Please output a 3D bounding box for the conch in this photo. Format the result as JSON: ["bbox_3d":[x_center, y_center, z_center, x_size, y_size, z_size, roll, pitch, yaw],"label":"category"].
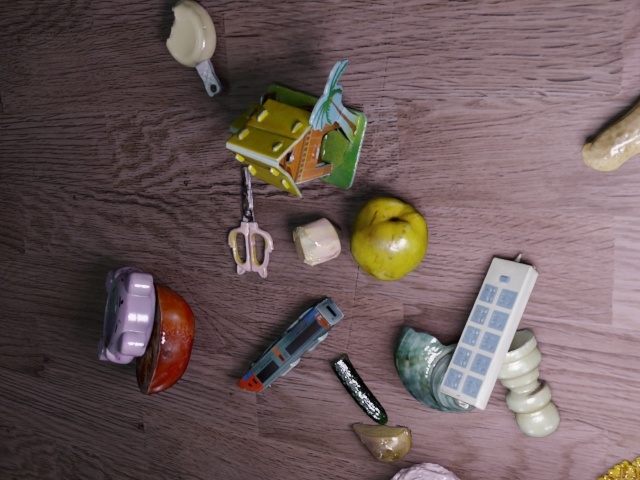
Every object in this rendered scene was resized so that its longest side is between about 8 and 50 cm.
[{"bbox_3d":[0.300,0.321,1.705,0.220,0.196,0.277,68,172,-29],"label":"conch"}]

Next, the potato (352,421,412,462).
[{"bbox_3d":[0.154,0.552,1.904,0.172,0.089,0.100,-1,105,31],"label":"potato"}]

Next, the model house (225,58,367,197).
[{"bbox_3d":[-0.087,-0.292,1.681,0.301,0.324,0.339,23,114,24],"label":"model house"}]

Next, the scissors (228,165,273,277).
[{"bbox_3d":[-0.203,-0.051,2.000,0.160,0.024,0.317,5,106,31],"label":"scissors"}]

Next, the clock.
[{"bbox_3d":[-0.587,0.225,2.154,0.322,0.114,0.295,-14,69,63],"label":"clock"}]

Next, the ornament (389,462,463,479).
[{"bbox_3d":[0.257,0.681,1.775,0.225,0.259,0.259,46,122,18],"label":"ornament"}]

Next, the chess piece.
[{"bbox_3d":[0.471,0.339,1.637,0.133,0.133,0.243,-18,100,34],"label":"chess piece"}]

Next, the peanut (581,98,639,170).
[{"bbox_3d":[0.617,-0.213,1.405,0.214,0.099,0.099,-37,83,32],"label":"peanut"}]

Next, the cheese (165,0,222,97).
[{"bbox_3d":[-0.323,-0.523,1.917,0.249,0.071,0.163,49,124,12],"label":"cheese"}]

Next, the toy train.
[{"bbox_3d":[-0.092,0.313,1.994,0.089,0.086,0.409,49,122,9],"label":"toy train"}]

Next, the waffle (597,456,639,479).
[{"bbox_3d":[0.734,0.593,1.577,0.231,0.051,0.228,51,122,9],"label":"waffle"}]

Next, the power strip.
[{"bbox_3d":[0.377,0.196,1.580,0.106,0.043,0.367,14,76,46],"label":"power strip"}]

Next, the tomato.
[{"bbox_3d":[-0.460,0.306,2.151,0.338,0.144,0.338,-174,90,-67],"label":"tomato"}]

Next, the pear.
[{"bbox_3d":[0.162,0.000,1.695,0.200,0.200,0.199,9,108,30],"label":"pear"}]

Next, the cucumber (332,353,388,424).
[{"bbox_3d":[0.110,0.409,1.918,0.058,0.052,0.214,-37,84,5],"label":"cucumber"}]

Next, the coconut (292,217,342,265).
[{"bbox_3d":[0.000,0.000,1.836,0.116,0.122,0.116,160,90,-74],"label":"coconut"}]
